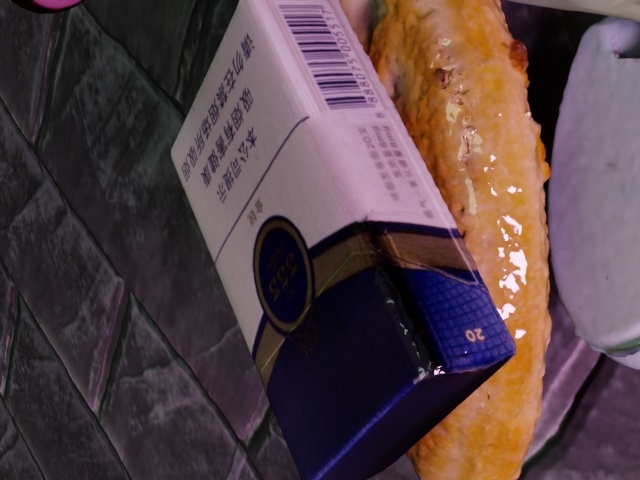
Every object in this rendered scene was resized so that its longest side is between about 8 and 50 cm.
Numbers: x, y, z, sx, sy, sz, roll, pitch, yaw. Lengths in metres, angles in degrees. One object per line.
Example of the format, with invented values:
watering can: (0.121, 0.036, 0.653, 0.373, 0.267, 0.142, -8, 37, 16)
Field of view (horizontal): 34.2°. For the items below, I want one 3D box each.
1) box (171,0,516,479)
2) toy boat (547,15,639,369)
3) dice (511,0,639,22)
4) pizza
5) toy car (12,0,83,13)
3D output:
box: (0.000, 0.000, 0.618, 0.168, 0.071, 0.259, -55, 50, 47)
toy boat: (0.195, -0.030, 0.577, 0.134, 0.079, 0.207, 14, 103, 58)
dice: (0.097, -0.276, 0.406, 0.322, 0.318, 0.330, 38, 128, 42)
pizza: (0.055, -0.034, 0.685, 0.278, 0.114, 0.408, 147, 116, -61)
toy car: (-0.183, -0.332, 0.740, 0.271, 0.341, 0.240, 47, 143, 32)
